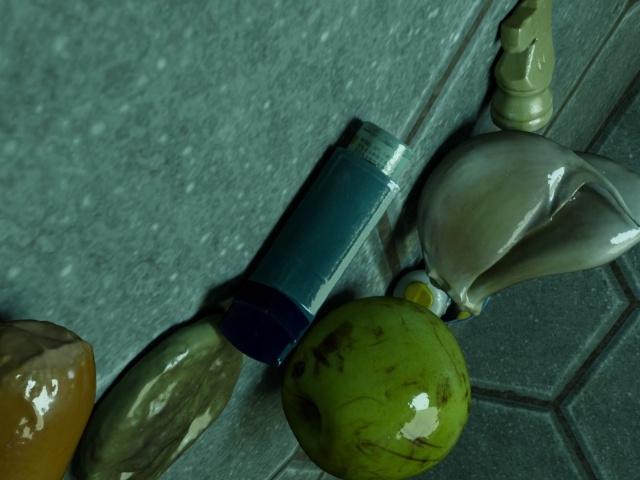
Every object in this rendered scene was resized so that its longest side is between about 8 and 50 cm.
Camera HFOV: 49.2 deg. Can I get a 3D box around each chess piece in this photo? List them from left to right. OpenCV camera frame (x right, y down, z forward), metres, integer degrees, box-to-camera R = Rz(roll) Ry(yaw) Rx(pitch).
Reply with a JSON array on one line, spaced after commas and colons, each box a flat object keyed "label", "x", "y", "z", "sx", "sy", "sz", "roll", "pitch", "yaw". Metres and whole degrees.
[{"label": "chess piece", "x": 0.281, "y": -0.246, "z": 0.963, "sx": 0.090, "sy": 0.090, "sz": 0.200, "roll": -46, "pitch": 148, "yaw": -20}]

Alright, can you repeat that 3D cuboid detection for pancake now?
[{"label": "pancake", "x": -0.150, "y": 0.180, "z": 0.730, "sx": 0.242, "sy": 0.050, "sz": 0.242, "roll": -44, "pitch": 159, "yaw": -22}]

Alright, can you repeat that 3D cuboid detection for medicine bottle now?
[{"label": "medicine bottle", "x": 0.000, "y": 0.000, "z": 0.711, "sx": 0.258, "sy": 0.079, "sz": 0.124, "roll": -56, "pitch": 177, "yaw": 3}]

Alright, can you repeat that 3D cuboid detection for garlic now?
[{"label": "garlic", "x": 0.305, "y": -0.050, "z": 0.993, "sx": 0.231, "sy": 0.340, "sz": 0.246, "roll": 45, "pitch": 48, "yaw": -39}]

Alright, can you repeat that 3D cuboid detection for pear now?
[{"label": "pear", "x": 0.077, "y": 0.216, "z": 1.007, "sx": 0.283, "sy": 0.283, "sz": 0.283, "roll": -45, "pitch": 159, "yaw": -23}]

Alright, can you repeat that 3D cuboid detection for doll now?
[{"label": "doll", "x": 0.245, "y": 0.092, "z": 1.337, "sx": 0.314, "sy": 0.141, "sz": 0.177, "roll": -18, "pitch": 143, "yaw": -53}]

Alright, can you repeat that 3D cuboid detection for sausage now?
[{"label": "sausage", "x": -0.232, "y": 0.170, "z": 0.458, "sx": 0.274, "sy": 0.105, "sz": 0.105, "roll": -59, "pitch": 159, "yaw": 16}]
